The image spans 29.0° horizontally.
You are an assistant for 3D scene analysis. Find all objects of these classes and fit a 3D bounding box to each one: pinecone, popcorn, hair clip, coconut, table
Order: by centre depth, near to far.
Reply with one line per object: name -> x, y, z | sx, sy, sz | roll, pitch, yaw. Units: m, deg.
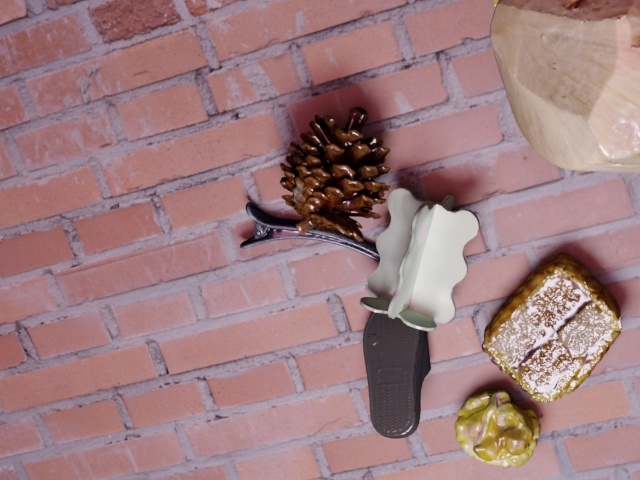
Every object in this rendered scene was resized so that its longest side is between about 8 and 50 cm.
coconut -> 0.422, -0.273, 1.726 | 0.415, 0.415, 0.345 | 26, 128, 4
pinecone -> 0.028, -0.110, 2.004 | 0.185, 0.168, 0.212 | 26, 110, 20
table -> 0.164, 0.024, 2.017 | 0.166, 0.166, 0.198 | 16, 107, 7
popcorn -> 0.300, 0.322, 2.110 | 0.145, 0.126, 0.126 | 34, 87, 22
hair clip -> 0.000, 0.000, 2.115 | 0.275, 0.048, 0.083 | 12, 106, 8

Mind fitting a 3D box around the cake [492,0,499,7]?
cake -> 0.320, -0.370, 1.905 | 0.116, 0.080, 0.185 | -10, 101, 18

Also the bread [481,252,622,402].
bread -> 0.387, 0.146, 2.046 | 0.181, 0.096, 0.222 | 38, 110, -1

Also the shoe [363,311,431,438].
shoe -> 0.136, 0.221, 2.128 | 0.108, 0.093, 0.241 | -4, 74, 23
